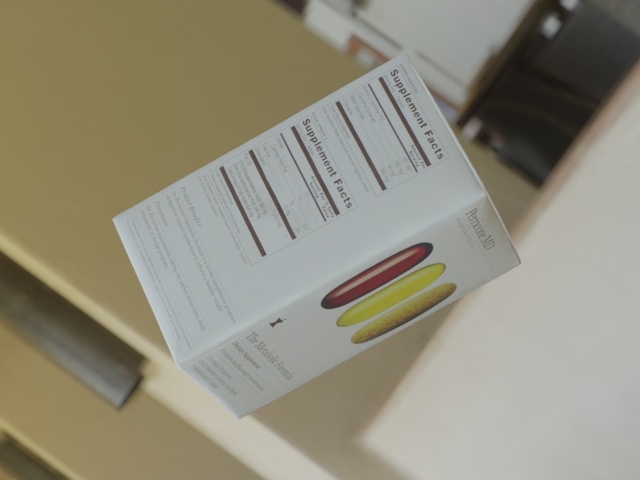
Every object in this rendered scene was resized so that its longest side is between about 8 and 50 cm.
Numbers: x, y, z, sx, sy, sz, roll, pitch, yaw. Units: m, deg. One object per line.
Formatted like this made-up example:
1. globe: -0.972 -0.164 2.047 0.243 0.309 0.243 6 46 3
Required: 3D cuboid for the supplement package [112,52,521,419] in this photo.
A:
1. supplement package: 0.000 0.000 1.332 0.244 0.134 0.139 -29 -27 5
